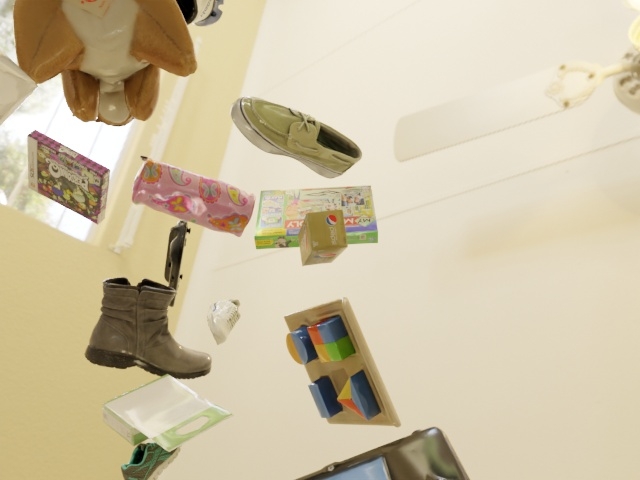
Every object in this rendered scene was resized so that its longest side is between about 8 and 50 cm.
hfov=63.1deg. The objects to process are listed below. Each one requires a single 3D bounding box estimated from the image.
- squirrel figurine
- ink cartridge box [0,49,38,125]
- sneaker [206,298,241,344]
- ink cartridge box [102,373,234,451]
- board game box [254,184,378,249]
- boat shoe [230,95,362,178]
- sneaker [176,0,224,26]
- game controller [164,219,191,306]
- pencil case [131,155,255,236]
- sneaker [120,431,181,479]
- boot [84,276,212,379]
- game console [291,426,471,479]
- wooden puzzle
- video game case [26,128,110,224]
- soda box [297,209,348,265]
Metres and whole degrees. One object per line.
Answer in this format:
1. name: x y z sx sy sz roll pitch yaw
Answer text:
1. squirrel figurine: -0.432 -0.419 1.038 0.370 0.281 0.396 162 -89 -74
2. ink cartridge box: -0.634 -0.178 0.672 0.395 0.285 0.166 -45 -173 0
3. sneaker: -0.306 0.250 1.673 0.095 0.090 0.235 -14 -158 -4
4. ink cartridge box: -0.326 0.379 1.113 0.235 0.171 0.056 17 -69 35
5. board game box: -0.011 -0.067 1.416 0.318 0.046 0.213 -3 -141 1
6. boat shoe: -0.041 -0.222 1.069 0.094 0.302 0.109 -27 -124 40
7. sneaker: -0.277 -0.590 1.073 0.128 0.315 0.182 7 -146 8
8. game controller: -0.465 0.080 1.686 0.319 0.067 0.166 115 -30 -49
9. pencil case: -0.301 -0.101 1.241 0.124 0.284 0.124 -163 -90 -75
10. sneaker: -0.350 0.444 1.084 0.065 0.076 0.166 -14 -163 21
11. boot: -0.409 0.225 1.345 0.118 0.338 0.222 18 -90 56
12. game console: 0.034 0.416 0.700 0.387 0.060 0.342 -21 -162 0
13. wooden puzzle: 0.025 0.323 1.311 0.348 0.081 0.321 -28 -95 58
14. video game case: -0.713 -0.174 1.474 0.210 0.232 0.041 -58 -176 45
15. soda box: 0.000 0.000 0.872 0.181 0.058 0.061 120 -38 -78
